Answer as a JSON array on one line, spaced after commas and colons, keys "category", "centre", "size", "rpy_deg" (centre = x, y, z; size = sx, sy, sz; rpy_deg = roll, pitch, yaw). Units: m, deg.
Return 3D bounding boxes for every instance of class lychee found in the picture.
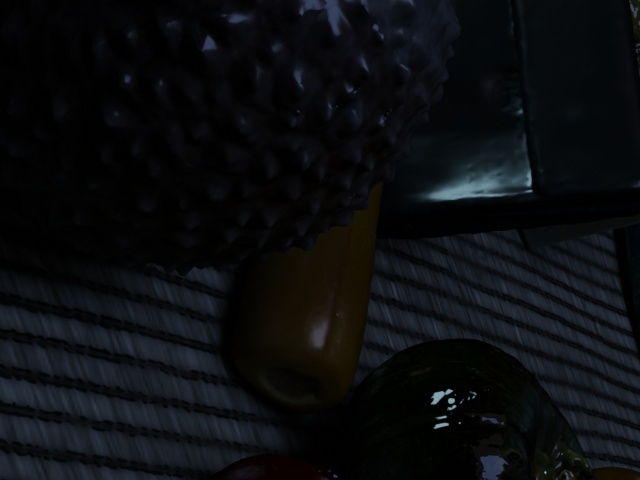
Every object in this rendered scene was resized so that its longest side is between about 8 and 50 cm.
[{"category": "lychee", "centre": [-0.053, -0.122, 0.812], "size": [0.300, 0.300, 0.300], "rpy_deg": [32, 49, -46]}]

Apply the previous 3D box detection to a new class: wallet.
[{"category": "wallet", "centre": [0.130, -0.199, 1.211], "size": [0.062, 0.228, 0.406], "rpy_deg": [69, 17, -64]}]

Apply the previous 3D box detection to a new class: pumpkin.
[{"category": "pumpkin", "centre": [0.108, 0.179, 1.015], "size": [0.238, 0.159, 0.238], "rpy_deg": [-16, 90, -71]}]

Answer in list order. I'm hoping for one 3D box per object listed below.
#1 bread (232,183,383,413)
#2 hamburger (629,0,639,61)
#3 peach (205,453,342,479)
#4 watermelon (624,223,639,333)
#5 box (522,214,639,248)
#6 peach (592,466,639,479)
[{"category": "bread", "centre": [0.000, 0.000, 1.040], "size": [0.092, 0.074, 0.239], "rpy_deg": [40, 43, -33]}, {"category": "hamburger", "centre": [0.298, -0.275, 1.618], "size": [0.206, 0.130, 0.183], "rpy_deg": [-35, 103, -38]}, {"category": "peach", "centre": [-0.016, 0.208, 0.890], "size": [0.127, 0.092, 0.172], "rpy_deg": [22, 54, -54]}, {"category": "watermelon", "centre": [0.453, 0.005, 1.633], "size": [0.214, 0.289, 0.320], "rpy_deg": [79, 0, -54]}, {"category": "box", "centre": [0.286, -0.077, 1.466], "size": [0.269, 0.135, 0.079], "rpy_deg": [-33, 106, -57]}, {"category": "peach", "centre": [0.239, 0.249, 1.228], "size": [0.138, 0.138, 0.138], "rpy_deg": [32, 49, -46]}]
